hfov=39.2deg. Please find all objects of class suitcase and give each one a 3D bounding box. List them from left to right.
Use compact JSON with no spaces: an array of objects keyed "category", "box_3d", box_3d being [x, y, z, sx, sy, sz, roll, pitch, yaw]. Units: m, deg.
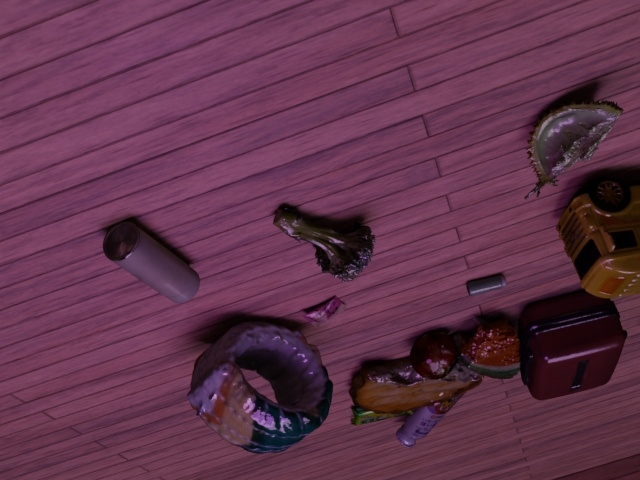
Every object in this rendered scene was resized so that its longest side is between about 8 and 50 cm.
[{"category":"suitcase","box_3d":[0.596,0.256,2.167,0.236,0.161,0.297,-14,150,1]}]

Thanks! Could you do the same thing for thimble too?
[{"category":"thimble","box_3d":[-0.124,0.299,1.842,0.288,0.254,0.167,12,139,-35]}]

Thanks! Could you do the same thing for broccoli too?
[{"category":"broccoli","box_3d":[0.002,-0.001,1.585,0.204,0.122,0.118,27,116,-30]}]

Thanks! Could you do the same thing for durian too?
[{"category":"durian","box_3d":[0.397,-0.162,1.469,0.086,0.100,0.215,15,132,-34]}]

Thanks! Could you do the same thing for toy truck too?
[{"category":"toy truck","box_3d":[0.672,-0.010,1.696,0.405,0.254,0.181,-8,153,-6]}]

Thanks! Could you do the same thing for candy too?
[{"category":"candy","box_3d":[0.169,0.463,2.442,0.178,0.032,0.102,-10,149,-8]}]

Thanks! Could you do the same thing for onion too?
[{"category":"onion","box_3d":[0.262,0.269,2.107,0.118,0.118,0.117,5,110,-29]}]

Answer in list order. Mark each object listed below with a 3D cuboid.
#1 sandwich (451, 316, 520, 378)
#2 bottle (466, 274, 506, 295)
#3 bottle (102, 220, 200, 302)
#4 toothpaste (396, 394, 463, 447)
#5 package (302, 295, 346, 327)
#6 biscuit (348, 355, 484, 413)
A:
[{"category":"sandwich","box_3d":[0.409,0.246,2.140,0.184,0.109,0.160,12,120,-33]},{"category":"bottle","box_3d":[0.357,0.096,1.934,0.083,0.030,0.030,-14,149,-3]},{"category":"bottle","box_3d":[-0.285,0.041,1.536,0.072,0.072,0.201,-23,148,13]},{"category":"toothpaste","box_3d":[0.311,0.467,2.484,0.114,0.073,0.299,7,135,-32]},{"category":"package","box_3d":[0.010,0.150,1.879,0.083,0.029,0.059,-33,138,10]},{"category":"biscuit","box_3d":[0.221,0.353,2.253,0.329,0.078,0.335,-27,147,24]}]
